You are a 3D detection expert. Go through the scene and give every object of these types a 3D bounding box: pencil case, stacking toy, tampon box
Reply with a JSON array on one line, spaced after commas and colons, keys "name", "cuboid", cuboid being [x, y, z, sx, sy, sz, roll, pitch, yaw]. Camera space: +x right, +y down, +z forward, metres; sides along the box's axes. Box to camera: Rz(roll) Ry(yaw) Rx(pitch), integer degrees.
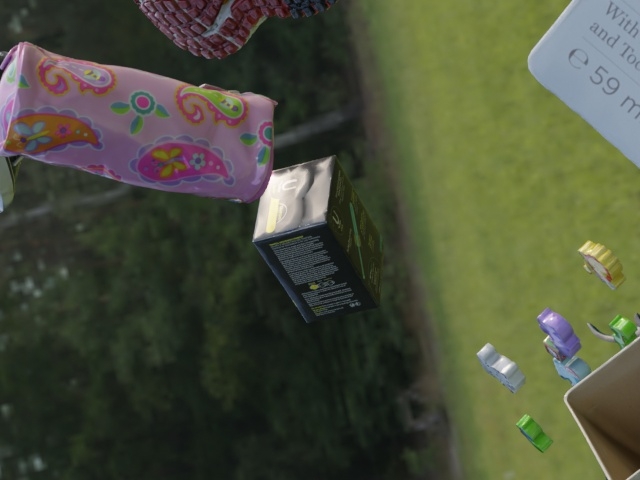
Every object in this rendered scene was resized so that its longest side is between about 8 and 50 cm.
[{"name": "pencil case", "cuboid": [-0.181, -0.116, 1.629, 0.124, 0.284, 0.124, -170, 90, -71]}, {"name": "stacking toy", "cuboid": [0.259, 0.118, 1.695, 0.052, 0.167, 0.221, 39, 168, 37]}, {"name": "tampon box", "cuboid": [0.000, 0.000, 2.011, 0.120, 0.101, 0.161, -83, -30, -44]}]

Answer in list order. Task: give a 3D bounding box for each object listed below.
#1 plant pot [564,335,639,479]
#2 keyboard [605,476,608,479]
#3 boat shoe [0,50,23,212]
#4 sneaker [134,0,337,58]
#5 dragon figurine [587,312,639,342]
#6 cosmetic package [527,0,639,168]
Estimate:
[{"name": "plant pot", "cuboid": [0.261, 0.138, 1.188, 0.096, 0.109, 0.109, 43, -166, -32]}, {"name": "keyboard", "cuboid": [0.459, 0.279, 2.416, 0.100, 0.038, 0.192, -54, -8, -38]}, {"name": "boat shoe", "cuboid": [-0.459, -0.157, 2.337, 0.113, 0.105, 0.306, 40, 152, 24]}, {"name": "sneaker", "cuboid": [-0.049, -0.194, 1.153, 0.088, 0.225, 0.093, 50, -127, -30]}, {"name": "dragon figurine", "cuboid": [0.570, 0.110, 2.591, 0.144, 0.289, 0.085, -38, -81, -39]}, {"name": "cosmetic package", "cuboid": [0.458, -0.219, 1.425, 0.329, 0.394, 0.327, 43, -151, 11]}]
